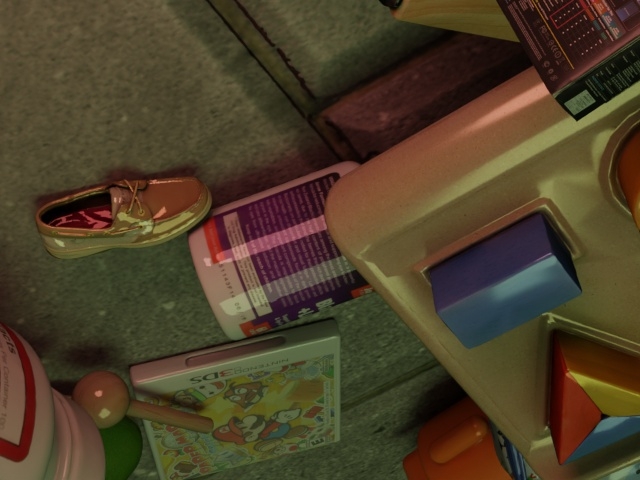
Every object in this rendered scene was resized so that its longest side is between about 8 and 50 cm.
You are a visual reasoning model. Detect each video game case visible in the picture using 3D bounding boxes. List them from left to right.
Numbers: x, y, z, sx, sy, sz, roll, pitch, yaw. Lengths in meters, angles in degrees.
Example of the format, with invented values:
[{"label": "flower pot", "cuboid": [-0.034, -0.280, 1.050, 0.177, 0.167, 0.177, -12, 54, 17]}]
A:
[{"label": "video game case", "cuboid": [-0.080, 0.174, 1.177, 0.206, 0.026, 0.227, -13, 144, -8]}]

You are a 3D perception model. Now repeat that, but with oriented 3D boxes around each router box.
[{"label": "router box", "cuboid": [0.149, -0.141, 0.628, 0.092, 0.122, 0.038, -34, 145, 20]}]

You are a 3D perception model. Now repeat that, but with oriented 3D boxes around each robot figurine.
[{"label": "robot figurine", "cuboid": [0.200, 0.232, 1.297, 0.219, 0.128, 0.158, -38, 111, 26]}]

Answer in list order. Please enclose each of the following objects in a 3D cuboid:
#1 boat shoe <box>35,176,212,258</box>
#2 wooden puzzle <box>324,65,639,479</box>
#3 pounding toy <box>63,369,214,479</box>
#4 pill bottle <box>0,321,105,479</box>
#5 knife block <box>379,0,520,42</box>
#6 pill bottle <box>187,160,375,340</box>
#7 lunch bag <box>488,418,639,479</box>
[{"label": "boat shoe", "cuboid": [-0.151, -0.022, 0.864, 0.135, 0.050, 0.045, -18, 150, -1]}, {"label": "wooden puzzle", "cuboid": [0.223, 0.031, 0.817, 0.322, 0.080, 0.348, -29, 119, 20]}, {"label": "pounding toy", "cuboid": [-0.240, 0.230, 1.083, 0.237, 0.110, 0.183, -27, 140, 22]}, {"label": "pill bottle", "cuboid": [-0.346, 0.128, 0.821, 0.229, 0.229, 0.408, -29, 143, 13]}, {"label": "knife block", "cuboid": [0.082, -0.184, 0.722, 0.242, 0.088, 0.275, -24, 145, 8]}, {"label": "pill bottle", "cuboid": [0.000, 0.000, 0.911, 0.193, 0.108, 0.108, -20, 145, 2]}, {"label": "lunch bag", "cuboid": [0.318, 0.145, 1.154, 0.303, 0.115, 0.243, -17, 109, -4]}]
